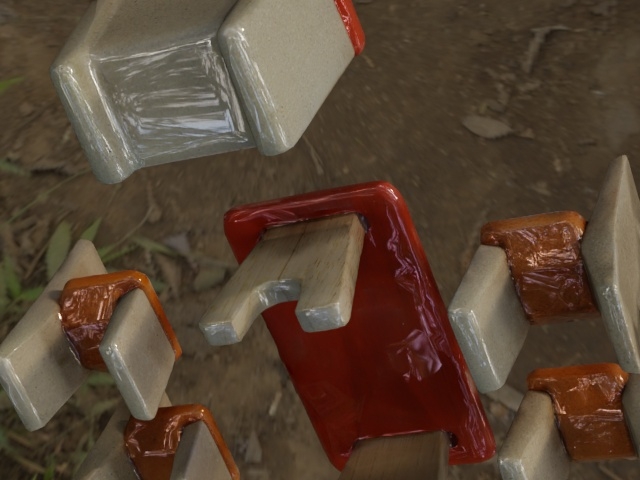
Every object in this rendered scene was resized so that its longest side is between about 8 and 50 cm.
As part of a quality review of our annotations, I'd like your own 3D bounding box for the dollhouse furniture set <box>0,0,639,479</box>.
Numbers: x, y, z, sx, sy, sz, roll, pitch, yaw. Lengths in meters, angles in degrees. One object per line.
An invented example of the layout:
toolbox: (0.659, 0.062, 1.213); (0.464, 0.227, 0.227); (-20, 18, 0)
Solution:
dollhouse furniture set: (0.000, 0.000, 0.572); (0.262, 0.135, 0.259); (-9, 121, 23)
